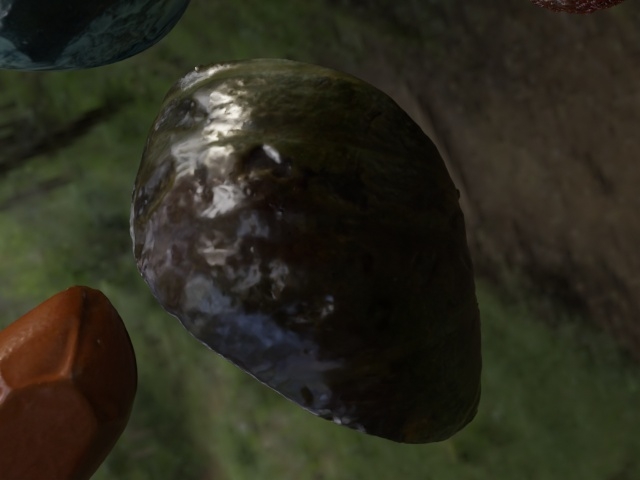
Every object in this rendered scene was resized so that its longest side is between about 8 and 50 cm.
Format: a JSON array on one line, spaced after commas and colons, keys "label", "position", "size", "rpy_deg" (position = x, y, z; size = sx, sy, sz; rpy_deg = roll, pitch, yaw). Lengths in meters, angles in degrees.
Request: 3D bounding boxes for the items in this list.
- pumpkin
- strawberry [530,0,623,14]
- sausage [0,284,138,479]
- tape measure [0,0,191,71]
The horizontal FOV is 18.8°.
[{"label": "pumpkin", "position": [0.000, 0.000, 1.301], "size": [0.312, 0.169, 0.148], "rpy_deg": [35, -147, 4]}, {"label": "strawberry", "position": [0.181, -0.197, 1.306], "size": [0.106, 0.106, 0.106], "rpy_deg": [162, 90, -87]}, {"label": "sausage", "position": [-0.157, 0.105, 0.960], "size": [0.089, 0.179, 0.089], "rpy_deg": [36, -169, -8]}, {"label": "tape measure", "position": [-0.173, -0.209, 0.979], "size": [0.275, 0.256, 0.147], "rpy_deg": [47, 128, 32]}]
